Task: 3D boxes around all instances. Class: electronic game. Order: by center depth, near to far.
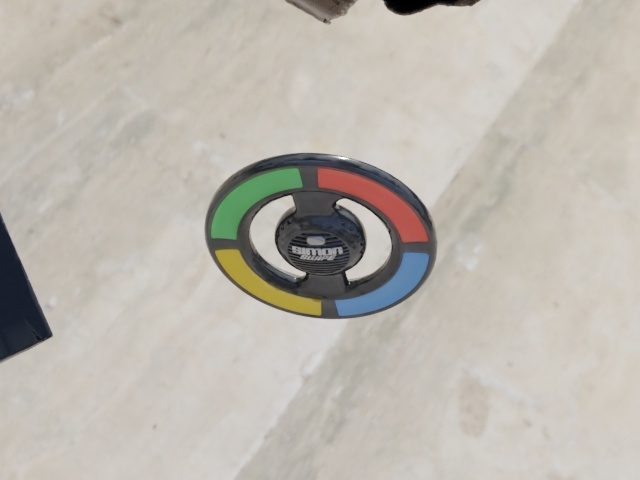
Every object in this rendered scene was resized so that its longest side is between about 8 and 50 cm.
[{"bbox_3d":[0.000,0.000,1.388,0.229,0.229,0.048,21,47,-12],"label":"electronic game"}]

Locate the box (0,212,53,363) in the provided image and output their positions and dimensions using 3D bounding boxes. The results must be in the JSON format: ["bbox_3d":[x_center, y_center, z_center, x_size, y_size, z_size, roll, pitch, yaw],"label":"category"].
[{"bbox_3d":[-0.297,0.006,1.001,0.103,0.261,0.184,-22,96,-25],"label":"box"}]

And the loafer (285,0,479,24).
[{"bbox_3d":[0.070,-0.211,0.986,0.366,0.134,0.130,-24,81,-47],"label":"loafer"}]
